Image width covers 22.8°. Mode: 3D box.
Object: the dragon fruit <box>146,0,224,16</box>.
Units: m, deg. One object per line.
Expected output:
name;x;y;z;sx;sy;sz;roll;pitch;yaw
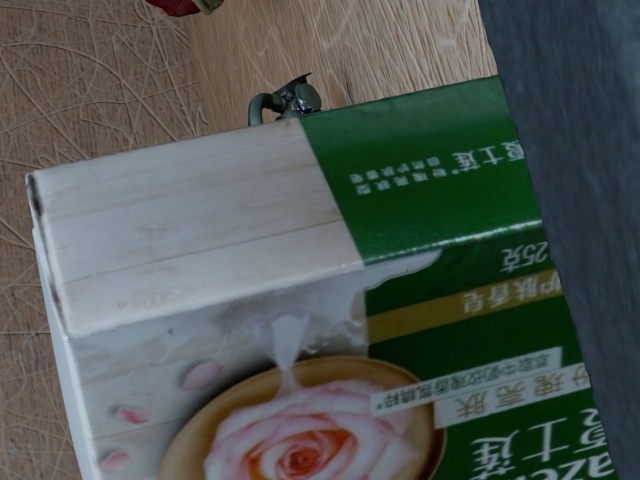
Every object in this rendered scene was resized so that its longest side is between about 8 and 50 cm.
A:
dragon fruit;-0.118;-0.319;1.422;0.205;0.152;0.317;62;165;-19

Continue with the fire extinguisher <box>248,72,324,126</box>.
fire extinguisher;0.000;0.000;1.084;0.118;0.093;0.294;16;-126;-49

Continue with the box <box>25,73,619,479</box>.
box;0.018;0.031;0.500;0.081;0.199;0.135;-111;12;-48

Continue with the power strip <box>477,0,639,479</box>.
power strip;0.093;-0.019;0.361;0.105;0.070;0.256;103;154;-69
